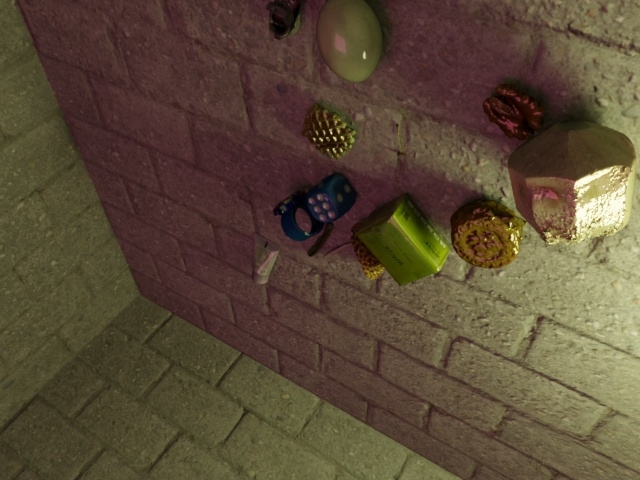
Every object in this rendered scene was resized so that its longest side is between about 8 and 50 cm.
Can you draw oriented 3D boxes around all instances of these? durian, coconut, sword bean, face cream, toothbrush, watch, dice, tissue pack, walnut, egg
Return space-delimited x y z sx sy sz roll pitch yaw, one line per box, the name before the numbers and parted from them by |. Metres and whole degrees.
durian | 0.223 0.037 2.139 0.186 0.154 0.260 -33 124 21
coconut | 0.648 -0.163 1.379 0.297 0.297 0.309 8 138 38
sword bean | 0.000 0.000 2.369 0.043 0.038 0.269 17 146 -11
face cream | -0.291 0.097 2.711 0.154 0.096 0.274 31 131 17
toothbrush | 0.094 0.025 2.319 0.029 0.025 0.307 54 143 -5
watch | -0.086 -0.097 2.213 0.200 0.196 0.171 56 152 -9
dice | 0.042 -0.162 2.063 0.146 0.146 0.143 -20 111 47
tissue pack | 0.305 0.003 1.966 0.275 0.167 0.200 50 136 -12
walnut | 0.536 -0.356 1.458 0.170 0.069 0.143 41 146 1
egg | 0.084 -0.577 1.529 0.186 0.186 0.253 5 130 40

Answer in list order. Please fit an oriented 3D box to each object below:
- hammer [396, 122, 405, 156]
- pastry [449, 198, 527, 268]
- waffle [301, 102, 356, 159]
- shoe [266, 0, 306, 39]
hammer | 0.263 -0.335 1.782 0.029 0.014 0.123 7 131 26
pastry | 0.547 -0.033 1.765 0.240 0.132 0.235 17 131 19
waffle | 0.025 -0.386 1.908 0.208 0.054 0.214 34 150 3
shoe | -0.115 -0.709 1.626 0.099 0.125 0.227 36 146 10
